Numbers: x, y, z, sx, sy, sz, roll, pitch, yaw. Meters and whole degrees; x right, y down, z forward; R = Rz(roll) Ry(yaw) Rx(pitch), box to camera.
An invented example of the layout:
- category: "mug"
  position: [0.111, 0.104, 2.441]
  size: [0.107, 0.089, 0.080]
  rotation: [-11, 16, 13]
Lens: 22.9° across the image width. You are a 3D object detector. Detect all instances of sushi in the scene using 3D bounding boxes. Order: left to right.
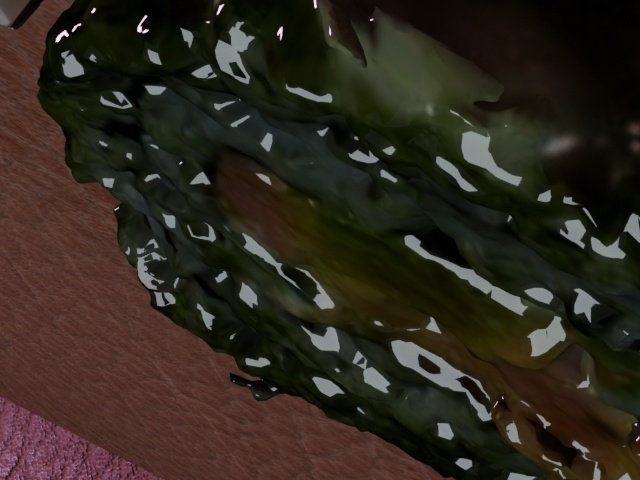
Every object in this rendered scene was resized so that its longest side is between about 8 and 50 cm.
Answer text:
- category: "sushi"
  position: [0.078, -0.024, 0.528]
  size: [0.352, 0.178, 0.294]
  rotation: [28, 161, 18]

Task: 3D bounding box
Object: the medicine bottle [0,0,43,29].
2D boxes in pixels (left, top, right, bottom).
- category: "medicine bottle"
  position: [-0.239, -0.197, 0.772]
  size: [0.171, 0.052, 0.201]
  rotation: [20, 159, 30]
